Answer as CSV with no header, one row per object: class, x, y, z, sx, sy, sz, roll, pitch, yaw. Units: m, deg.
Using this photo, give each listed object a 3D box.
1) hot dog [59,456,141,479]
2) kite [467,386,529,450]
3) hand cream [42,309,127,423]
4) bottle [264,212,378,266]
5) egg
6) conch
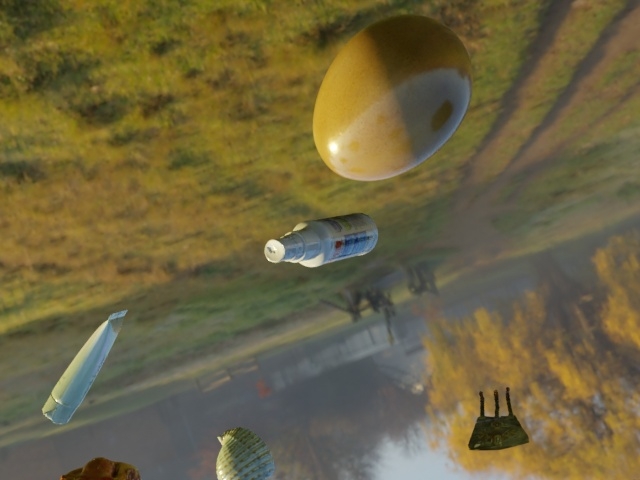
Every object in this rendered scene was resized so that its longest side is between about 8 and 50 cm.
hot dog,-0.438,0.525,1.648,0.150,0.257,0.153,-11,139,18
kite,0.421,0.426,2.071,0.141,0.015,0.245,-7,-156,12
hand cream,-0.376,0.200,1.398,0.205,0.050,0.078,-57,174,3
bottle,0.000,0.000,1.061,0.060,0.060,0.217,-26,171,29
egg,0.124,-0.249,1.542,0.322,0.250,0.250,-46,171,2
conch,-0.169,0.495,1.896,0.135,0.153,0.102,-30,-168,20
